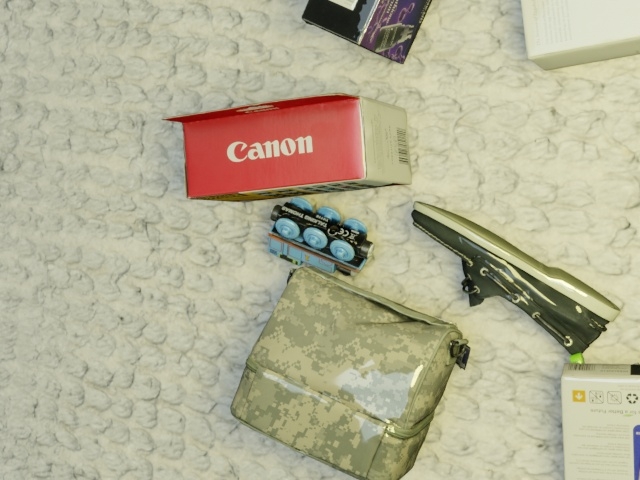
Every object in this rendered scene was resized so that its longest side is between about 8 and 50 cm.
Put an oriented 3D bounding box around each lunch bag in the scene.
[{"bbox_3d":[0.050,0.200,1.517,0.305,0.212,0.256,23,100,21],"label":"lunch bag"}]

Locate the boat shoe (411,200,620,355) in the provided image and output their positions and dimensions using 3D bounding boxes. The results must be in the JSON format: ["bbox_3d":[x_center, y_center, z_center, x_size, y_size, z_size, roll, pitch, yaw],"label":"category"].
[{"bbox_3d":[0.269,0.060,1.464,0.340,0.127,0.113,29,103,7],"label":"boat shoe"}]

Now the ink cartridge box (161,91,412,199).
[{"bbox_3d":[-0.050,-0.138,1.525,0.309,0.272,0.130,-5,89,25],"label":"ink cartridge box"}]

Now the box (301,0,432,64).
[{"bbox_3d":[0.082,-0.371,1.497,0.108,0.207,0.153,28,103,21],"label":"box"}]

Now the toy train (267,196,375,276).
[{"bbox_3d":[0.000,0.000,1.600,0.184,0.080,0.105,22,141,13],"label":"toy train"}]

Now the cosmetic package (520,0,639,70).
[{"bbox_3d":[0.404,-0.377,1.390,0.225,0.138,0.224,-6,88,23],"label":"cosmetic package"}]

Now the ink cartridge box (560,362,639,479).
[{"bbox_3d":[0.435,0.354,1.375,0.176,0.069,0.371,-1,101,18],"label":"ink cartridge box"}]

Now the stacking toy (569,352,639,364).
[{"bbox_3d":[0.472,0.235,1.396,0.167,0.052,0.221,-22,95,22],"label":"stacking toy"}]
